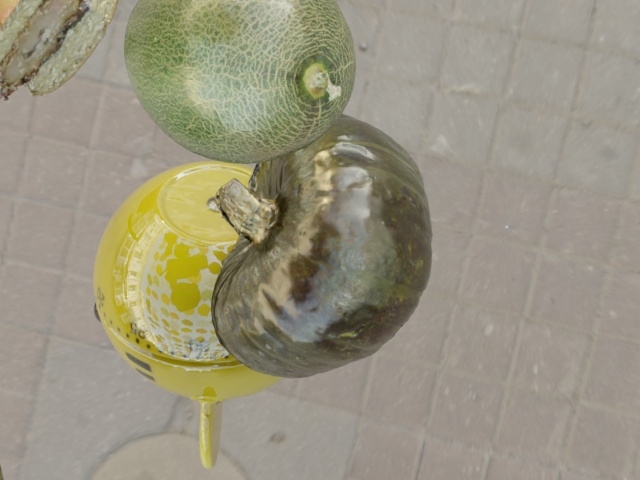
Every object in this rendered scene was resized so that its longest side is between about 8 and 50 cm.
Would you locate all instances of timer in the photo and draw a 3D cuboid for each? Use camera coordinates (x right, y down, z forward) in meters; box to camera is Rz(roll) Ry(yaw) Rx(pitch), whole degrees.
[{"bbox_3d":[-0.154,0.089,1.576,0.376,0.376,0.387,12,132,9],"label":"timer"}]

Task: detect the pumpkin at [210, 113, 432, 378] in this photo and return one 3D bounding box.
[{"bbox_3d":[0.000,0.000,1.244,0.242,0.232,0.324,20,82,-18],"label":"pumpkin"}]

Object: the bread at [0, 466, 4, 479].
[{"bbox_3d":[-0.361,0.197,0.860,0.210,0.341,0.300,0,87,-22],"label":"bread"}]

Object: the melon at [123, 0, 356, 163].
[{"bbox_3d":[-0.051,-0.119,0.725,0.192,0.139,0.139,24,96,46],"label":"melon"}]

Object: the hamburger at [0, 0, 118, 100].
[{"bbox_3d":[-0.387,-0.360,1.575,0.282,0.155,0.245,-42,46,15],"label":"hamburger"}]
